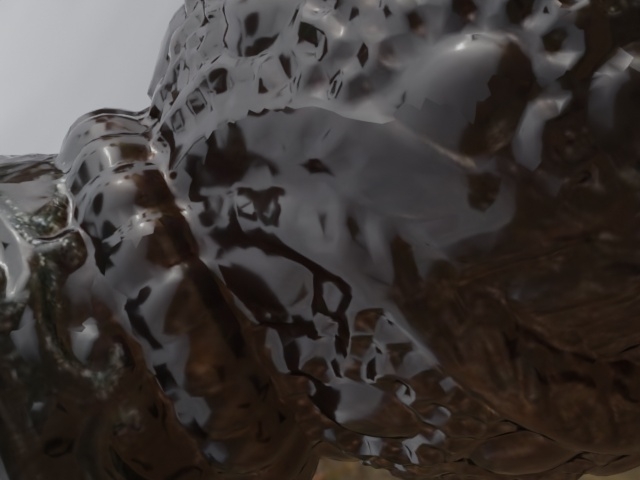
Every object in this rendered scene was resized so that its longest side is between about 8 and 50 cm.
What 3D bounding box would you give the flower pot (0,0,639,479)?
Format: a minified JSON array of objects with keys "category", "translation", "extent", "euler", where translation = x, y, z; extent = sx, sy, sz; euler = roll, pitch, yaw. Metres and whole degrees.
[{"category":"flower pot","translation":[0.000,0.000,0.603],"extent":[0.267,0.266,0.266],"euler":[-29,-3,-2]}]
